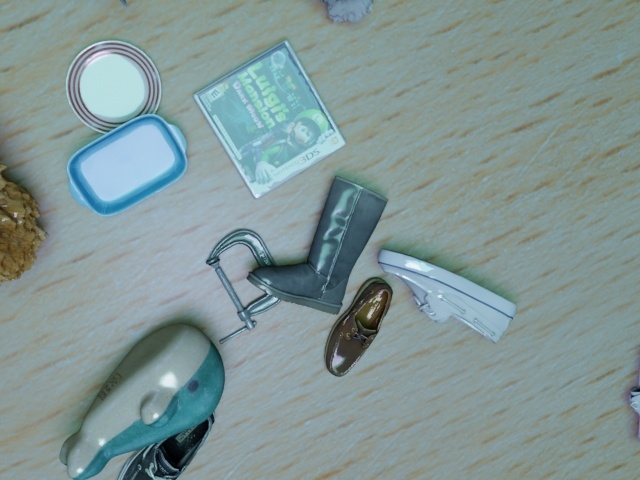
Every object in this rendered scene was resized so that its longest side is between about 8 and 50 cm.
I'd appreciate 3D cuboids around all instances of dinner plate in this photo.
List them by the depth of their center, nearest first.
[{"bbox_3d":[-0.314,-0.232,1.130,0.141,0.017,0.141,-1,96,-9],"label":"dinner plate"}]

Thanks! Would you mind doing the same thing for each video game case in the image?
[{"bbox_3d":[-0.078,-0.190,1.170,0.173,0.022,0.191,-32,100,-5],"label":"video game case"}]

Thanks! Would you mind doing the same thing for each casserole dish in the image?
[{"bbox_3d":[-0.293,-0.117,1.128,0.188,0.037,0.114,-30,112,-3],"label":"casserole dish"}]

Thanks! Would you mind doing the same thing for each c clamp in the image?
[{"bbox_3d":[-0.130,0.069,1.190,0.137,0.022,0.161,-24,100,-6],"label":"c clamp"}]

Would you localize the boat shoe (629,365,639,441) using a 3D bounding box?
[{"bbox_3d":[0.579,0.275,1.308,0.063,0.066,0.184,10,97,4],"label":"boat shoe"}]

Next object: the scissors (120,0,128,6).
[{"bbox_3d":[-0.376,-0.434,1.000,0.108,0.021,0.297,-28,102,-6],"label":"scissors"}]

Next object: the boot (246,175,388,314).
[{"bbox_3d":[-0.002,-0.001,1.168,0.189,0.076,0.209,17,101,-34],"label":"boot"}]

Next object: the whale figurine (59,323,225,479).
[{"bbox_3d":[-0.255,0.252,1.098,0.272,0.216,0.141,-47,111,-20],"label":"whale figurine"}]

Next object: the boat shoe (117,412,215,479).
[{"bbox_3d":[-0.252,0.349,1.177,0.077,0.070,0.219,39,89,-11],"label":"boat shoe"}]

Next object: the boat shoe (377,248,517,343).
[{"bbox_3d":[0.201,0.094,1.209,0.258,0.095,0.084,25,88,-10],"label":"boat shoe"}]

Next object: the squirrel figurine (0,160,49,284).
[{"bbox_3d":[-0.571,0.015,0.971,0.396,0.281,0.371,-21,88,-16],"label":"squirrel figurine"}]

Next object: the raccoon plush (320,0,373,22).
[{"bbox_3d":[-0.056,-0.572,1.086,0.216,0.446,0.299,-3,56,22],"label":"raccoon plush"}]

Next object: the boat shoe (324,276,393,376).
[{"bbox_3d":[0.062,0.144,1.209,0.064,0.060,0.178,29,91,-11],"label":"boat shoe"}]
